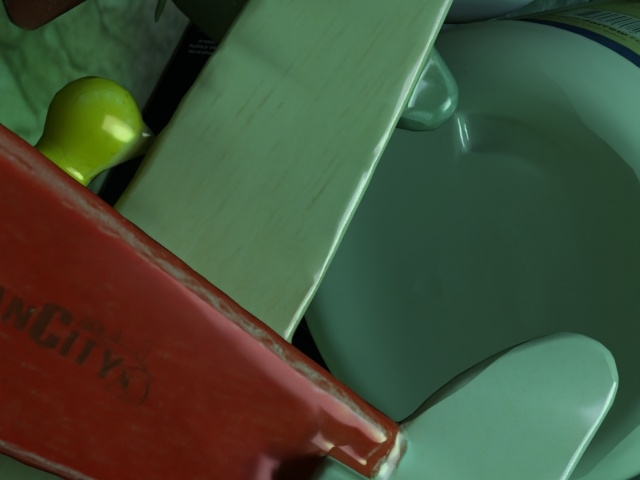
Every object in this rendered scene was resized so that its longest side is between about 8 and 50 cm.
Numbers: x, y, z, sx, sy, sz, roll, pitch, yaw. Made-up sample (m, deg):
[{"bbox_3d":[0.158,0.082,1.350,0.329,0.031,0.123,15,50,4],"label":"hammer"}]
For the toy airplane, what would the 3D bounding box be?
[{"bbox_3d":[-0.086,0.037,0.538,0.386,0.272,0.384,-15,100,-17],"label":"toy airplane"}]

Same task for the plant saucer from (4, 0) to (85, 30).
[{"bbox_3d":[-0.083,-0.269,0.660,0.258,0.048,0.259,-42,131,-41],"label":"plant saucer"}]

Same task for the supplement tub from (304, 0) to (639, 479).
[{"bbox_3d":[0.160,-0.018,0.730,0.316,0.228,0.228,-21,115,-52],"label":"supplement tub"}]

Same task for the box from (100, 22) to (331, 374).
[{"bbox_3d":[0.000,0.000,0.796,0.261,0.103,0.184,47,63,-48],"label":"box"}]

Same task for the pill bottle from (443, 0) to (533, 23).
[{"bbox_3d":[0.099,-0.241,0.772,0.283,0.161,0.161,-57,142,-58],"label":"pill bottle"}]
